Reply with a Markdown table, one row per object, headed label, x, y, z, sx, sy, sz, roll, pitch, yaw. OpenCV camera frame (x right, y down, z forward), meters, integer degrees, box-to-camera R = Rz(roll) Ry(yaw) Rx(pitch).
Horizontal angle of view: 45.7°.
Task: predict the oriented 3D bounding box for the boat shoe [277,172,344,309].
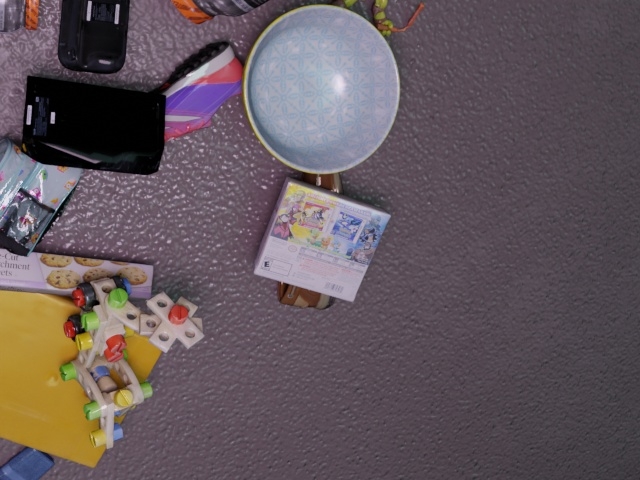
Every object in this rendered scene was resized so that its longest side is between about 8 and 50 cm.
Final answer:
| label | x | y | z | sx | sy | sz | roll | pitch | yaw |
| --- | --- | --- | --- | --- | --- | --- | --- | --- | --- |
| boat shoe | -0.028 | -0.014 | 1.470 | 0.120 | 0.122 | 0.323 | -2 | 106 | -18 |

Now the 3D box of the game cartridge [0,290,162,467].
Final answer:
| label | x | y | z | sx | sy | sz | roll | pitch | yaw |
| --- | --- | --- | --- | --- | --- | --- | --- | --- | --- |
| game cartridge | -0.496 | 0.243 | 1.399 | 0.324 | 0.053 | 0.285 | 29 | 93 | -24 |

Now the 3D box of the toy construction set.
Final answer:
| label | x | y | z | sx | sy | sz | roll | pitch | yaw |
| --- | --- | --- | --- | --- | --- | --- | --- | --- | --- |
| toy construction set | -0.338 | 0.186 | 1.279 | 0.151 | 0.215 | 0.327 | -3 | 144 | -49 |

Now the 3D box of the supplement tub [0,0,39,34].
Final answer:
| label | x | y | z | sx | sy | sz | roll | pitch | yaw |
| --- | --- | --- | --- | --- | --- | --- | --- | --- | --- |
| supplement tub | -0.531 | -0.379 | 1.156 | 0.191 | 0.117 | 0.116 | 3 | 104 | -23 |

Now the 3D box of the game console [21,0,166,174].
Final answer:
| label | x | y | z | sx | sy | sz | roll | pitch | yaw |
| --- | --- | --- | --- | --- | --- | --- | --- | --- | --- |
| game console | -0.351 | -0.286 | 1.215 | 0.213 | 0.044 | 0.361 | 5 | 77 | -21 |

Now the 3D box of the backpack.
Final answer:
| label | x | y | z | sx | sy | sz | roll | pitch | yaw |
| --- | --- | --- | --- | --- | --- | --- | --- | --- | --- |
| backpack | -0.481 | -0.091 | 1.237 | 0.188 | 0.166 | 0.144 | -49 | 122 | -7 |

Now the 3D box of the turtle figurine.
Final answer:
| label | x | y | z | sx | sy | sz | roll | pitch | yaw |
| --- | --- | --- | --- | --- | --- | --- | --- | --- | --- |
| turtle figurine | 0.074 | -0.478 | 1.379 | 0.218 | 0.087 | 0.269 | -22 | 145 | -9 |

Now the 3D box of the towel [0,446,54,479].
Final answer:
| label | x | y | z | sx | sy | sz | roll | pitch | yaw |
| --- | --- | --- | --- | --- | --- | --- | --- | --- | --- |
| towel | -0.569 | 0.439 | 1.435 | 0.119 | 0.029 | 0.067 | -39 | 117 | -6 |

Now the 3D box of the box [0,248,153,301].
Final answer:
| label | x | y | z | sx | sy | sz | roll | pitch | yaw |
| --- | --- | --- | --- | --- | --- | --- | --- | --- | --- |
| box | -0.456 | 0.061 | 1.321 | 0.324 | 0.063 | 0.067 | 9 | 75 | -30 |

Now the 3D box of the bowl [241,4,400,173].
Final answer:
| label | x | y | z | sx | sy | sz | roll | pitch | yaw |
| --- | --- | --- | --- | --- | --- | --- | --- | --- | --- |
| bowl | -0.019 | -0.272 | 1.370 | 0.290 | 0.156 | 0.289 | -5 | 104 | -20 |

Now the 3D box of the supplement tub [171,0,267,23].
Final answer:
| label | x | y | z | sx | sy | sz | roll | pitch | yaw |
| --- | --- | --- | --- | --- | --- | --- | --- | --- | --- |
| supplement tub | -0.094 | -0.495 | 1.199 | 0.338 | 0.207 | 0.207 | -25 | 116 | 16 |

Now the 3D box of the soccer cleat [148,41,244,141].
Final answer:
| label | x | y | z | sx | sy | sz | roll | pitch | yaw |
| --- | --- | --- | --- | --- | --- | --- | --- | --- | --- |
| soccer cleat | -0.262 | -0.216 | 1.324 | 0.318 | 0.109 | 0.116 | -39 | 120 | -10 |

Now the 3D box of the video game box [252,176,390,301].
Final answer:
| label | x | y | z | sx | sy | sz | roll | pitch | yaw |
| --- | --- | --- | --- | --- | --- | --- | --- | --- | --- |
| video game box | 0.000 | 0.000 | 1.400 | 0.205 | 0.048 | 0.187 | 18 | 109 | -18 |
